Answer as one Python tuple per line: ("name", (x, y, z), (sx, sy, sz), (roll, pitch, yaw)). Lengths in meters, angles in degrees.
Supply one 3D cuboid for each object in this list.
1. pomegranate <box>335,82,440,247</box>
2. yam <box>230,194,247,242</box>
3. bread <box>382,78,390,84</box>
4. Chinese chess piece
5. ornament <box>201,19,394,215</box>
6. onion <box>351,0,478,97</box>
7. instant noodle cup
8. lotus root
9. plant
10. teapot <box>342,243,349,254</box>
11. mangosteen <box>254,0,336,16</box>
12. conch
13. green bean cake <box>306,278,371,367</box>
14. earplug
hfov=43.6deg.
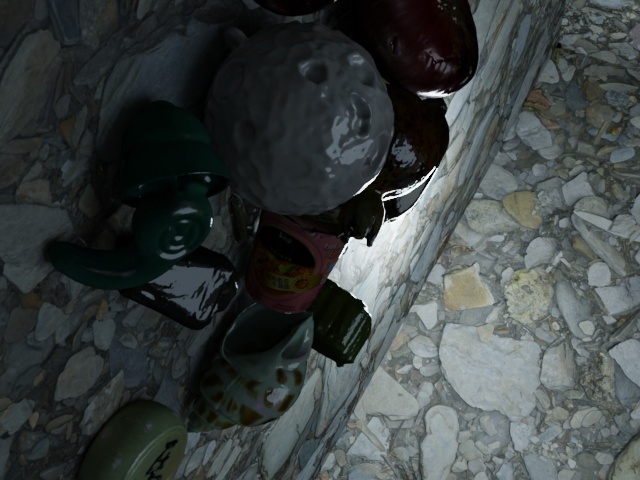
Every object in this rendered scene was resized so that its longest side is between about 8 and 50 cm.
("pomegranate", (0.102, -0.151, 1.638), (0.285, 0.285, 0.340), (50, 44, -69))
("yam", (-0.169, -0.043, 1.650), (0.033, 0.027, 0.129), (-55, 158, -28))
("bread", (0.136, -0.330, 1.988), (0.245, 0.102, 0.094), (49, 61, -71))
("Chinese chess piece", (-0.374, 0.445, 1.608), (0.250, 0.101, 0.250), (-51, 157, -31))
("ornament", (-0.031, -0.202, 1.385), (0.337, 0.337, 0.337), (-52, 157, -33))
("onion", (0.180, -0.455, 1.732), (0.348, 0.286, 0.347), (29, 51, -43))
("instant noodle cup", (-0.052, 0.018, 1.767), (0.244, 0.244, 0.255), (-32, 150, -57))
("lotus root", (0.232, -0.227, 2.202), (0.397, 0.196, 0.179), (-59, 180, -12))
("plant", (-0.249, 0.068, 1.391), (0.256, 0.164, 0.141), (19, 92, -55))
("teapot", (0.066, -0.075, 2.020), (0.294, 0.130, 0.193), (-64, 175, 34))
("mangosteen", (-0.040, -0.454, 1.252), (0.210, 0.210, 0.209), (-52, 157, -33))
("conch", (-0.164, 0.304, 1.852), (0.368, 0.249, 0.197), (-39, -175, -24))
("green bean cake", (0.000, 0.187, 2.025), (0.156, 0.250, 0.247), (-58, 163, -15))
("earplug", (-0.261, -0.071, 1.210), (0.164, 0.258, 0.280), (28, 56, -71))
